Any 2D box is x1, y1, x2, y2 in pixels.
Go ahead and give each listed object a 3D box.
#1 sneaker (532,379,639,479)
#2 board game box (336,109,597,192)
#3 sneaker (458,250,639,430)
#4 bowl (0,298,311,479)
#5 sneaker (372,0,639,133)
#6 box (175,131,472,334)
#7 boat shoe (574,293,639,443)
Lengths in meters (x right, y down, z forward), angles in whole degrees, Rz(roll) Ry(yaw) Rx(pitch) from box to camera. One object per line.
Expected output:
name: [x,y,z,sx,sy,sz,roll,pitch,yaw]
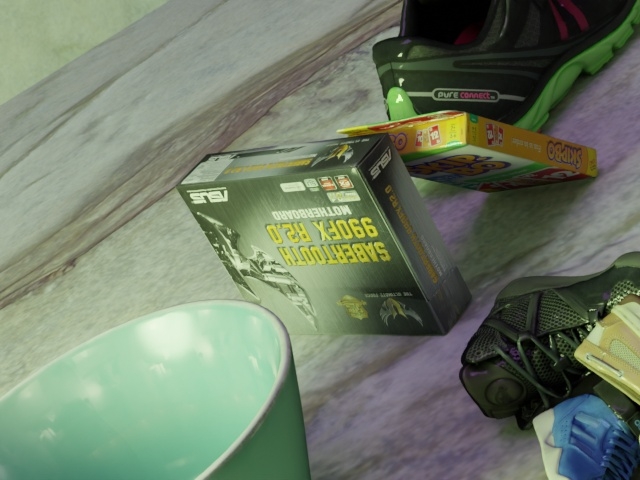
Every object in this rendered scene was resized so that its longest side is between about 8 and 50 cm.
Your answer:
sneaker: [0.197,0.142,0.984,0.084,0.058,0.152,-32,16,11]
board game box: [0.137,-0.079,1.334,0.124,0.039,0.259,-8,-12,37]
sneaker: [0.188,0.079,1.076,0.227,0.087,0.130,-12,31,53]
bowl: [-0.130,0.199,1.089,0.311,0.163,0.311,-22,25,11]
sneaker: [0.214,-0.262,1.606,0.185,0.202,0.483,-6,32,39]
box: [0.000,0.000,1.328,0.231,0.183,0.056,-2,36,43]
boat shoe: [0.236,0.118,0.942,0.072,0.068,0.190,-40,47,-1]
